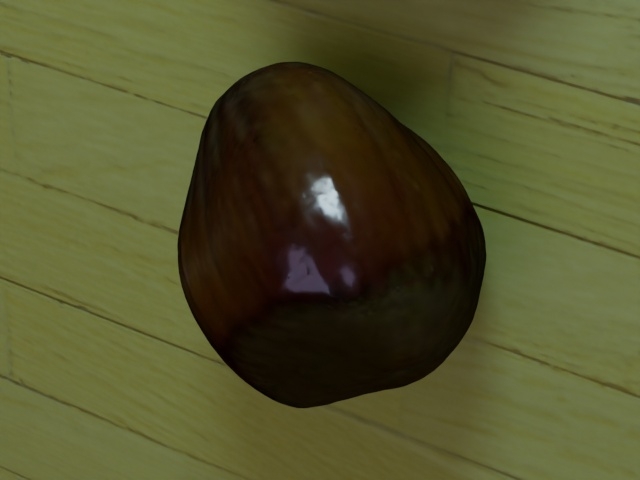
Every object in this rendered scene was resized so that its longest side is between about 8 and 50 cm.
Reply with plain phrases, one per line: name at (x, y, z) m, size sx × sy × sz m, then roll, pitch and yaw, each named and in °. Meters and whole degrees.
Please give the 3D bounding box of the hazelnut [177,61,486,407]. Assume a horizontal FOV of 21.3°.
hazelnut at (0.009, -0.004, 1.027) m, size 0.186 × 0.210 × 0.210 m, roll 14°, pitch 128°, yaw -3°
